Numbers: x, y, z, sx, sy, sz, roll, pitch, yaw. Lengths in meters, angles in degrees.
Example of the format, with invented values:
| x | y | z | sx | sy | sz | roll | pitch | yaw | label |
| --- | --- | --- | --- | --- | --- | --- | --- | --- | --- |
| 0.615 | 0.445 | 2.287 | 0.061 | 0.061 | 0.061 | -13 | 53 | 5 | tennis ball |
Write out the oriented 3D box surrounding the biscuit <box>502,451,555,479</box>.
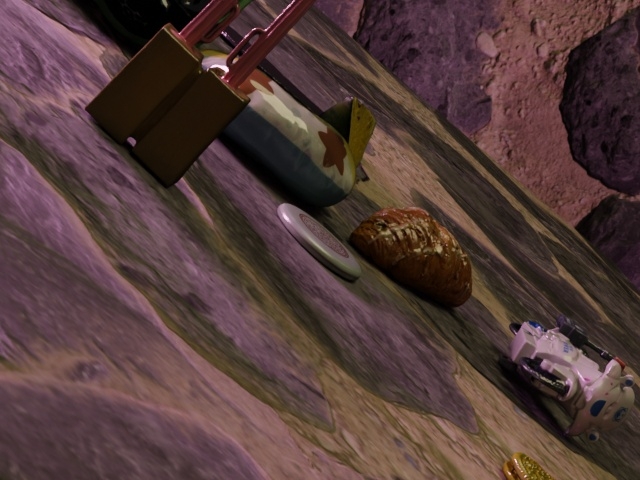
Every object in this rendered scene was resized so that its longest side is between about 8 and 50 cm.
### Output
| x | y | z | sx | sy | sz | roll | pitch | yaw | label |
| --- | --- | --- | --- | --- | --- | --- | --- | --- | --- |
| 0.199 | 0.227 | 1.508 | 0.084 | 0.023 | 0.084 | 42 | 11 | -10 | biscuit |

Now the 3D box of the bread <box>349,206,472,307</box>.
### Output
| x | y | z | sx | sy | sz | roll | pitch | yaw | label |
| --- | --- | --- | --- | --- | --- | --- | --- | --- | --- |
| 0.117 | 0.012 | 1.932 | 0.233 | 0.076 | 0.105 | 33 | 16 | -51 | bread |

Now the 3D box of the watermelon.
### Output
| x | y | z | sx | sy | sz | roll | pitch | yaw | label |
| --- | --- | --- | --- | --- | --- | --- | --- | --- | --- |
| 0.035 | -0.125 | 2.150 | 0.075 | 0.092 | 0.181 | 58 | 4 | 8 | watermelon |

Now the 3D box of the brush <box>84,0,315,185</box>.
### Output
| x | y | z | sx | sy | sz | roll | pitch | yaw | label |
| --- | --- | --- | --- | --- | --- | --- | --- | --- | --- |
| -0.086 | -0.163 | 1.426 | 0.103 | 0.233 | 0.047 | 44 | 9 | -4 | brush |

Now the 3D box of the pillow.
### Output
| x | y | z | sx | sy | sz | roll | pitch | yaw | label |
| --- | --- | --- | --- | --- | --- | --- | --- | --- | --- |
| -0.057 | -0.125 | 1.846 | 0.233 | 0.086 | 0.214 | 38 | 0 | -12 | pillow |

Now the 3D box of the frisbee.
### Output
| x | y | z | sx | sy | sz | roll | pitch | yaw | label |
| --- | --- | --- | --- | --- | --- | --- | --- | --- | --- |
| 0.000 | 0.000 | 1.702 | 0.110 | 0.014 | 0.110 | 41 | 11 | -9 | frisbee |

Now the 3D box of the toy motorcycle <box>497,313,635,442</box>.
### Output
| x | y | z | sx | sy | sz | roll | pitch | yaw | label |
| --- | --- | --- | --- | --- | --- | --- | --- | --- | --- |
| 0.286 | 0.153 | 1.937 | 0.150 | 0.102 | 0.221 | 29 | 12 | -5 | toy motorcycle |

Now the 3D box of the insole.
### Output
| x | y | z | sx | sy | sz | roll | pitch | yaw | label |
| --- | --- | --- | --- | --- | --- | --- | --- | --- | --- |
| -0.053 | -0.226 | 2.426 | 0.309 | 0.012 | 0.110 | 42 | 9 | -8 | insole |

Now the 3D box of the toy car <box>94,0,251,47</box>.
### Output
| x | y | z | sx | sy | sz | roll | pitch | yaw | label |
| --- | --- | --- | --- | --- | --- | --- | --- | --- | --- |
| -0.225 | -0.367 | 1.858 | 0.359 | 0.213 | 0.176 | 46 | -24 | -1 | toy car |
